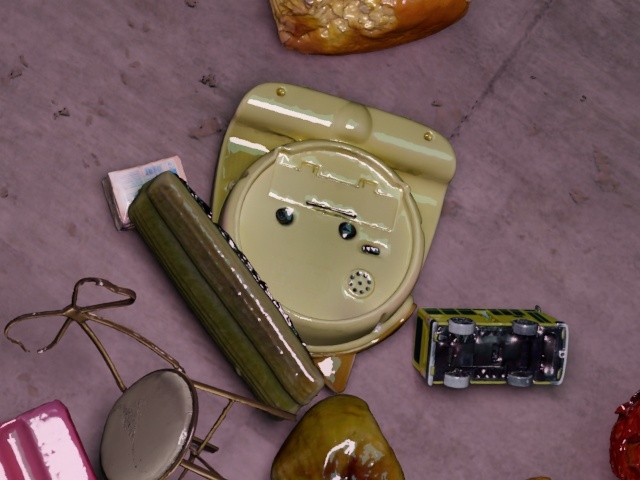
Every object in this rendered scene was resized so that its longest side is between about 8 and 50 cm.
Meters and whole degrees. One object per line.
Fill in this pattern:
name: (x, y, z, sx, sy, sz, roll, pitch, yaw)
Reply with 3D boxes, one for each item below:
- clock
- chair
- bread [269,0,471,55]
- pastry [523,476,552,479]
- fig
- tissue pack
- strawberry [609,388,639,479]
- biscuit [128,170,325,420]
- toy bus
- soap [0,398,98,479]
clock: (0.000, 0.000, 1.943, 0.286, 0.117, 0.348, 16, 70, -8)
chair: (-0.186, 0.196, 1.738, 0.326, 0.160, 0.170, 35, 43, -37)
bread: (0.061, -0.313, 2.024, 0.250, 0.179, 0.133, -7, 80, -16)
pastry: (0.246, 0.369, 1.857, 0.103, 0.189, 0.188, -21, 79, -25)
fig: (0.025, 0.254, 1.866, 0.144, 0.154, 0.165, 47, 39, -42)
tissue pack: (-0.208, -0.058, 1.941, 0.094, 0.059, 0.074, -15, 82, -18)
strawberry: (0.496, 0.243, 1.913, 0.274, 0.274, 0.220, 23, 99, -6)
biscuit: (-0.113, 0.061, 1.851, 0.322, 0.099, 0.038, 54, 34, 6)
toy bus: (0.206, 0.127, 1.962, 0.175, 0.101, 0.088, 1, 101, -14)
soap: (-0.321, 0.385, 1.740, 0.233, 0.128, 0.359, -21, 79, -21)
